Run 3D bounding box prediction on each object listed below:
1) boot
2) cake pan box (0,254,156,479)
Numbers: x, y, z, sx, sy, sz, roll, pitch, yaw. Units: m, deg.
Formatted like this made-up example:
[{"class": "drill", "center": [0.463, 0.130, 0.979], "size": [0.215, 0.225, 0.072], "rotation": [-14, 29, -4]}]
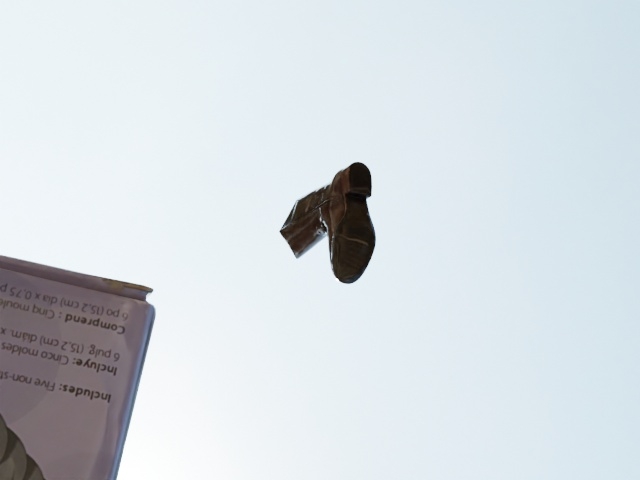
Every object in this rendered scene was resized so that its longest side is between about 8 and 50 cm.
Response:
[{"class": "boot", "center": [0.000, 0.000, 1.068], "size": [0.114, 0.037, 0.106], "rotation": [-29, -136, 53]}, {"class": "cake pan box", "center": [-0.204, 0.107, 0.393], "size": [0.070, 0.267, 0.246], "rotation": [146, -45, -72]}]
